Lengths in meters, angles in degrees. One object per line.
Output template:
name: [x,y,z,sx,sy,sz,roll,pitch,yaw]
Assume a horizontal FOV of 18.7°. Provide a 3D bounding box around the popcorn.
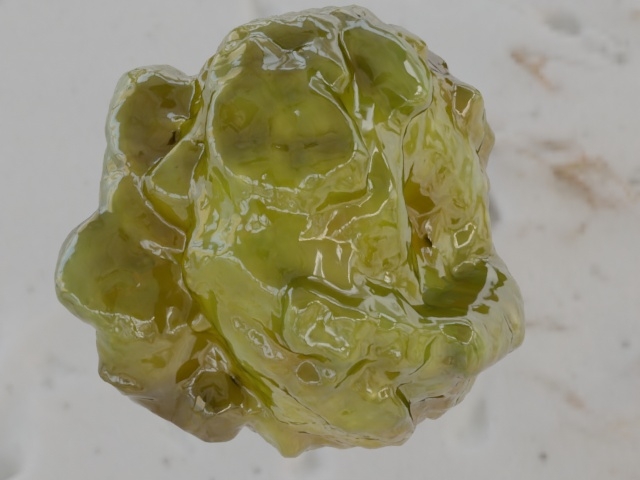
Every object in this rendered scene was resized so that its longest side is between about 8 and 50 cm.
popcorn: [-0.004,-0.002,0.789,0.156,0.197,0.197,-12,48,35]
